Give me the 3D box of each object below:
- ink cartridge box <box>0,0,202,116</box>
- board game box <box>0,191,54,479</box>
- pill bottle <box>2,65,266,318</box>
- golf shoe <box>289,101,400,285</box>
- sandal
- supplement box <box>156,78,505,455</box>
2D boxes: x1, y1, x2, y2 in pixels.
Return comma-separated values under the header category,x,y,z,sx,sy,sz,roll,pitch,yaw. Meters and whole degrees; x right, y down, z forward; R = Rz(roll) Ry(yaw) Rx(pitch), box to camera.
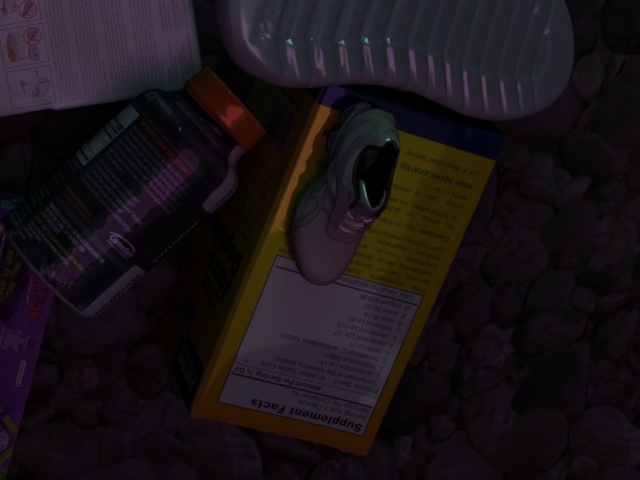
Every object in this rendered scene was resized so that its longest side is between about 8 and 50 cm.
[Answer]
category,x,y,z,sx,sy,sz,roll,pitch,yaw
ink cartridge box,-0.232,-0.217,1.486,0.224,0.056,0.181,-9,115,-7
board game box,-0.388,0.109,1.583,0.208,0.056,0.347,13,109,-17
pill bottle,-0.167,-0.052,1.483,0.245,0.130,0.130,-42,118,1
golf shoe,0.023,-0.031,1.400,0.069,0.086,0.176,10,111,-20
sandal,0.069,-0.205,1.427,0.416,0.102,0.169,4,95,-40
supplement box,0.000,0.000,1.565,0.194,0.195,0.357,17,107,-22
